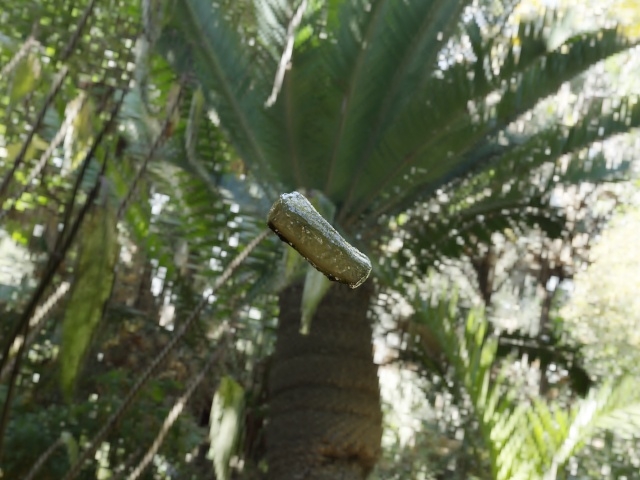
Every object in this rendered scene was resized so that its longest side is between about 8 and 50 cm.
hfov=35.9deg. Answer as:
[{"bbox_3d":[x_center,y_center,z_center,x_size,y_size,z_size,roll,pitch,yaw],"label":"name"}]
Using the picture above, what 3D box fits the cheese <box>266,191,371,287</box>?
[{"bbox_3d":[0.000,0.000,0.691,0.083,0.030,0.044,38,31,-6],"label":"cheese"}]
